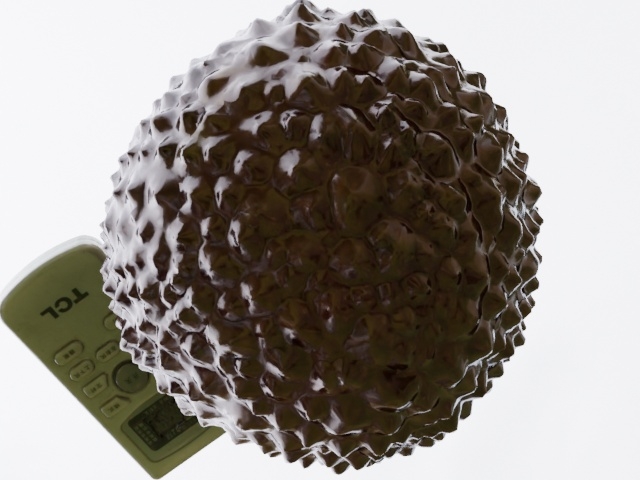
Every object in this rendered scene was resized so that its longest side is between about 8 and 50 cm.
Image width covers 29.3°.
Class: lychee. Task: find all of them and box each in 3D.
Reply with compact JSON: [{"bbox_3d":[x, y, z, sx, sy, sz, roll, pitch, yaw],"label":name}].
[{"bbox_3d":[0.000,0.000,0.740,0.275,0.304,0.276,-12,-59,-21],"label":"lychee"}]

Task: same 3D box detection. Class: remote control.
[{"bbox_3d":[-0.139,0.083,0.858,0.087,0.029,0.190,-35,-64,3],"label":"remote control"}]
